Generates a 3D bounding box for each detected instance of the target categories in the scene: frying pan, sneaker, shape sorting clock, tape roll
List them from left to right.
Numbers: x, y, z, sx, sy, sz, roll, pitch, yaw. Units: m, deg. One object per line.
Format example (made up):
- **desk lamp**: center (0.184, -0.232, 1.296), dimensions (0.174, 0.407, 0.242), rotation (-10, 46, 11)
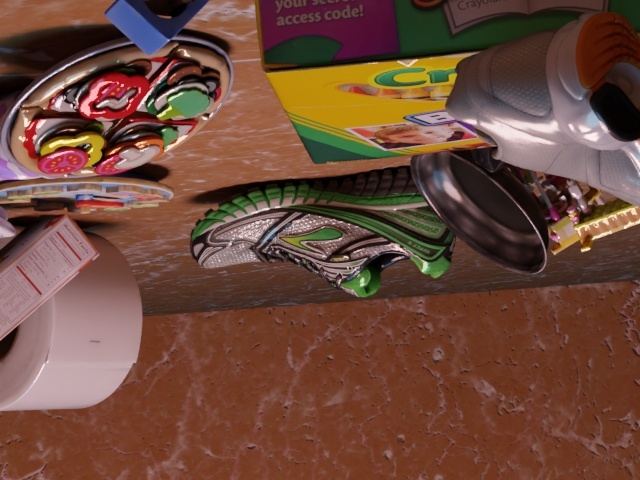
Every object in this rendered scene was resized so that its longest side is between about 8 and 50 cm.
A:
- **tape roll**: center (-0.381, 0.103, 2.211), dimensions (0.246, 0.246, 0.169), rotation (-11, 170, 36)
- **shape sorting clock**: center (-0.270, -0.051, 1.902), dimensions (0.206, 0.040, 0.206), rotation (-5, 172, -1)
- **sneaker**: center (0.000, 0.000, 2.066), dimensions (0.343, 0.146, 0.134), rotation (-7, 172, 16)
- **frying pan**: center (0.164, -0.081, 1.853), dimensions (0.197, 0.053, 0.326), rotation (28, 156, 39)
- **sneaker**: center (0.171, -0.079, 1.097), dimensions (0.121, 0.099, 0.262), rotation (-3, 162, 30)

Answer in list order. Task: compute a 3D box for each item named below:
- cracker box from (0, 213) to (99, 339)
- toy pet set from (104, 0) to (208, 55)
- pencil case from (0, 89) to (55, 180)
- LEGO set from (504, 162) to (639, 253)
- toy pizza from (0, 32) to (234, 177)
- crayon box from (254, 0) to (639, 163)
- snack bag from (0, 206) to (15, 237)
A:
- **cracker box**: center (-0.379, 0.065, 1.951), dimensions (0.232, 0.067, 0.156), rotation (-42, -167, -15)
- **toy pet set**: center (-0.104, -0.165, 1.078), dimensions (0.122, 0.065, 0.114), rotation (-1, 171, -24)
- **pencil case**: center (-0.315, -0.078, 1.486), dimensions (0.206, 0.086, 0.088), rotation (-9, 130, 31)
- **LEGO set**: center (0.300, -0.065, 1.894), dimensions (0.132, 0.107, 0.287), rotation (-38, -163, -23)
- **toy pizza**: center (-0.162, -0.101, 1.370), dimensions (0.201, 0.032, 0.201), rotation (-20, 157, -9)
- **crayon box**: center (0.152, -0.147, 1.225), dimensions (0.363, 0.106, 0.313), rotation (-6, 172, 5)
- **snack bag**: center (-0.465, -0.059, 1.386), dimensions (0.323, 0.037, 0.342), rotation (-2, 160, 13)
